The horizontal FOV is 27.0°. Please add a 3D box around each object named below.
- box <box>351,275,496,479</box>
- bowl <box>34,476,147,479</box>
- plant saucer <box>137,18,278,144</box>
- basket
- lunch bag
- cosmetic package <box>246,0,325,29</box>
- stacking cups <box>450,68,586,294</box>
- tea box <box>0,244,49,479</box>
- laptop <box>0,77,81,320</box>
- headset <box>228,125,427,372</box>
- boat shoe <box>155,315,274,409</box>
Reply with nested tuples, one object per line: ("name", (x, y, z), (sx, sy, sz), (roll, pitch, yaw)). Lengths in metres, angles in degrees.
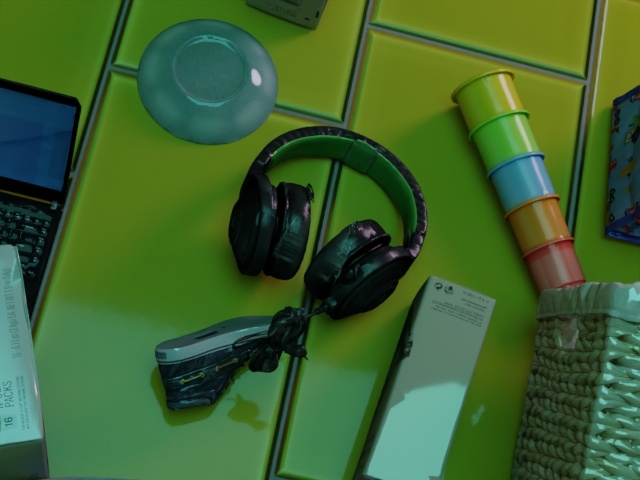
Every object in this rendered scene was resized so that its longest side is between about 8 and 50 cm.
("box", (0.127, 0.192, 1.658), (0.094, 0.113, 0.275), (21, 65, -1))
("bowl", (-0.166, 0.351, 1.402), (0.312, 0.311, 0.163), (6, 85, -8))
("plant saucer", (-0.151, -0.226, 1.813), (0.195, 0.037, 0.195), (4, 68, -9))
("basket", (0.419, 0.209, 1.560), (0.331, 0.328, 0.266), (15, 85, -5))
("lunch bag", (0.559, -0.089, 1.847), (0.293, 0.138, 0.221), (16, 64, -13))
("cosmetic package", (0.004, -0.473, 1.873), (0.113, 0.160, 0.309), (20, 66, -1))
("stacking cups", (0.272, -0.075, 1.796), (0.096, 0.096, 0.316), (-14, 72, -15))
("tea box", (-0.468, 0.175, 1.440), (0.324, 0.329, 0.220), (-8, 71, -14))
("laptop", (-0.440, -0.060, 1.642), (0.234, 0.136, 0.264), (14, 67, -4))
("headset", (0.000, 0.000, 1.664), (0.243, 0.185, 0.394), (27, 53, -2))
("boat shoe", (-0.120, 0.150, 1.662), (0.183, 0.065, 0.083), (-15, 105, -32))
